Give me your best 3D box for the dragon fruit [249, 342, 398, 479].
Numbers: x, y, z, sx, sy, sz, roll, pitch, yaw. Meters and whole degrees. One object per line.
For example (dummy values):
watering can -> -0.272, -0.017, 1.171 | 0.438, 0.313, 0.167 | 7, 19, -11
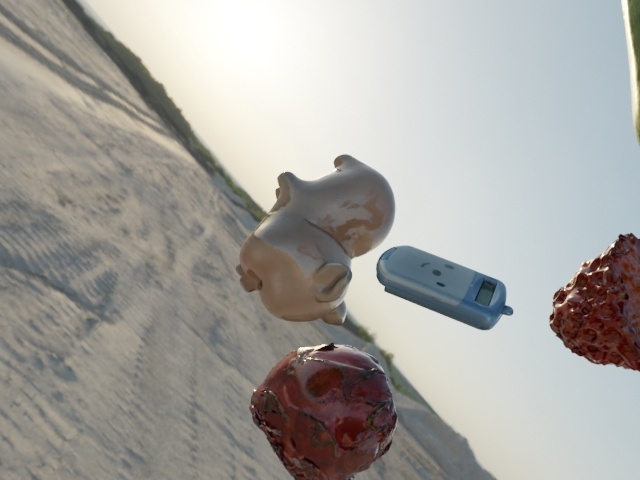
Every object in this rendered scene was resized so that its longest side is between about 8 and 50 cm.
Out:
dragon fruit -> 0.011, 0.361, 1.203 | 0.295, 0.301, 0.296 | 163, -90, -86

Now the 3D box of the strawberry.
strawberry -> 0.467, 0.120, 0.919 | 0.234, 0.234, 0.178 | 49, -39, -8

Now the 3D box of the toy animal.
toy animal -> 0.000, 0.000, 1.044 | 0.269, 0.326, 0.237 | 61, -13, 21

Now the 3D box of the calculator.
calculator -> 0.183, 0.067, 0.860 | 0.210, 0.039, 0.121 | 22, 31, 18

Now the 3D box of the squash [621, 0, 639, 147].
squash -> 0.278, -0.162, 0.463 | 0.066, 0.066, 0.229 | 54, 37, -63
